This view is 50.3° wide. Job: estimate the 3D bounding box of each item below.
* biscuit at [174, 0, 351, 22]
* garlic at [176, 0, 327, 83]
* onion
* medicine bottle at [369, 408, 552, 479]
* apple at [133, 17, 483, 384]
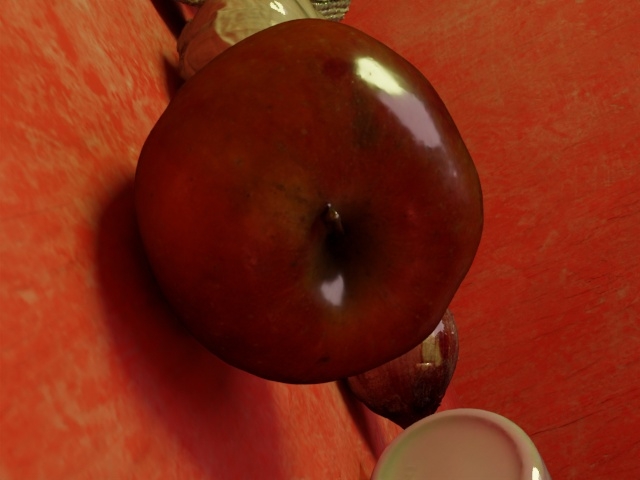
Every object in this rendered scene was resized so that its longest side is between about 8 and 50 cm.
[{"bbox_3d":[-0.080,-0.312,0.842,0.147,0.250,0.046,-116,-143,-52],"label":"biscuit"},{"bbox_3d":[-0.061,-0.169,0.727,0.228,0.152,0.228,47,36,-50],"label":"garlic"},{"bbox_3d":[0.098,0.154,0.828,0.159,0.159,0.195,36,42,-73],"label":"onion"},{"bbox_3d":[0.181,0.333,0.711,0.178,0.178,0.291,-100,164,-60],"label":"medicine bottle"},{"bbox_3d":[-0.013,-0.024,0.454,0.230,0.230,0.230,62,9,-17],"label":"apple"}]
